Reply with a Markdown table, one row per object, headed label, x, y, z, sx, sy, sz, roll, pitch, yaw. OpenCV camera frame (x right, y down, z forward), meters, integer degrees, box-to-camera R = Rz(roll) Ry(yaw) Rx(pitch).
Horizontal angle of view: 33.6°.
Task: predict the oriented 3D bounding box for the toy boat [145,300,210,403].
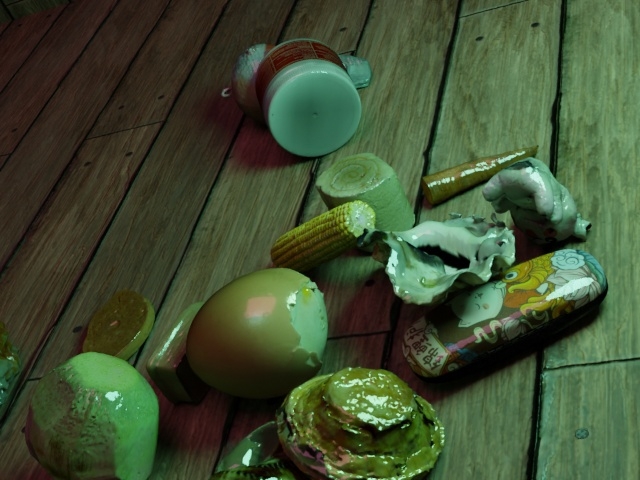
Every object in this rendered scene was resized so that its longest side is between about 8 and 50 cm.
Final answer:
| label | x | y | z | sx | sy | sz | roll | pitch | yaw |
| --- | --- | --- | --- | --- | --- | --- | --- | --- | --- |
| toy boat | -0.205 | 0.181 | 1.793 | 0.061 | 0.116 | 0.188 | 7 | 49 | 34 |

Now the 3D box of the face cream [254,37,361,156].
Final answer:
| label | x | y | z | sx | sy | sz | roll | pitch | yaw |
| --- | --- | --- | --- | --- | --- | --- | --- | --- | --- |
| face cream | -0.029 | -0.304 | 2.235 | 0.201 | 0.201 | 0.187 | -25 | 35 | 3 |

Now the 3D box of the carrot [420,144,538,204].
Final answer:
| label | x | y | z | sx | sy | sz | roll | pitch | yaw |
| --- | --- | --- | --- | --- | --- | --- | --- | --- | --- |
| carrot | 0.295 | -0.126 | 1.923 | 0.224 | 0.057 | 0.057 | -20 | 34 | 2 |

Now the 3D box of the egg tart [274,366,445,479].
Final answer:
| label | x | y | z | sx | sy | sz | roll | pitch | yaw |
| --- | --- | --- | --- | --- | --- | --- | --- | --- | --- |
| egg tart | 0.059 | 0.249 | 1.473 | 0.241 | 0.105 | 0.241 | 7 | 35 | -5 |

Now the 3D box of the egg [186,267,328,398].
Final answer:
| label | x | y | z | sx | sy | sz | roll | pitch | yaw |
| --- | --- | --- | --- | --- | --- | --- | --- | --- | --- |
| egg | -0.099 | 0.152 | 1.680 | 0.245 | 0.201 | 0.201 | -19 | 35 | 15 |

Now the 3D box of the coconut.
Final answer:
| label | x | y | z | sx | sy | sz | roll | pitch | yaw |
| --- | --- | --- | --- | --- | --- | --- | --- | --- | --- |
| coconut | -0.357 | 0.299 | 1.661 | 0.236 | 0.235 | 0.204 | -17 | 12 | 15 |

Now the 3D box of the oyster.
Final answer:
| label | x | y | z | sx | sy | sz | roll | pitch | yaw |
| --- | --- | --- | --- | --- | --- | --- | --- | --- | --- |
| oyster | 0.174 | 0.025 | 1.678 | 0.238 | 0.114 | 0.351 | -8 | 6 | -19 |

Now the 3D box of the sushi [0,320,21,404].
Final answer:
| label | x | y | z | sx | sy | sz | roll | pitch | yaw |
| --- | --- | --- | --- | --- | --- | --- | --- | --- | --- |
| sushi | -0.775 | 0.288 | 1.987 | 0.418 | 0.175 | 0.417 | -13 | 42 | 12 |

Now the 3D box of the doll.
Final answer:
| label | x | y | z | sx | sy | sz | roll | pitch | yaw |
| --- | --- | --- | --- | --- | --- | --- | --- | --- | --- |
| doll | 0.344 | -0.060 | 1.695 | 0.149 | 0.192 | 0.095 | 14 | 72 | 37 |

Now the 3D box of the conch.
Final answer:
| label | x | y | z | sx | sy | sz | roll | pitch | yaw |
| --- | --- | --- | --- | --- | --- | --- | --- | --- | --- |
| conch | -0.089 | 0.349 | 1.475 | 0.181 | 0.124 | 0.187 | -27 | 12 | -24 |

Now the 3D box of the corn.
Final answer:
| label | x | y | z | sx | sy | sz | roll | pitch | yaw |
| --- | --- | --- | --- | --- | --- | --- | --- | --- | --- |
| corn | 0.000 | 0.000 | 1.859 | 0.248 | 0.081 | 0.081 | -26 | 25 | 49 |

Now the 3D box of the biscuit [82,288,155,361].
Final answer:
| label | x | y | z | sx | sy | sz | roll | pitch | yaw |
| --- | --- | --- | --- | --- | --- | --- | --- | --- | --- |
| biscuit | -0.380 | 0.168 | 2.001 | 0.142 | 0.029 | 0.220 | -20 | 34 | 13 |

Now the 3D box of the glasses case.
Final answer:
| label | x | y | z | sx | sy | sz | roll | pitch | yaw |
| --- | --- | --- | --- | --- | --- | --- | --- | --- | --- |
| glasses case | 0.274 | 0.112 | 1.585 | 0.321 | 0.082 | 0.122 | -27 | 35 | 1 |

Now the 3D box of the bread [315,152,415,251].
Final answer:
| label | x | y | z | sx | sy | sz | roll | pitch | yaw |
| --- | --- | --- | --- | --- | --- | --- | --- | --- | --- |
| bread | 0.083 | -0.071 | 1.904 | 0.134 | 0.141 | 0.148 | -45 | 38 | -22 |

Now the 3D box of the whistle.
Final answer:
| label | x | y | z | sx | sy | sz | roll | pitch | yaw |
| --- | --- | --- | --- | --- | --- | --- | --- | --- | --- |
| whistle | -0.060 | -0.373 | 2.392 | 0.348 | 0.189 | 0.189 | -9 | 37 | 7 |
